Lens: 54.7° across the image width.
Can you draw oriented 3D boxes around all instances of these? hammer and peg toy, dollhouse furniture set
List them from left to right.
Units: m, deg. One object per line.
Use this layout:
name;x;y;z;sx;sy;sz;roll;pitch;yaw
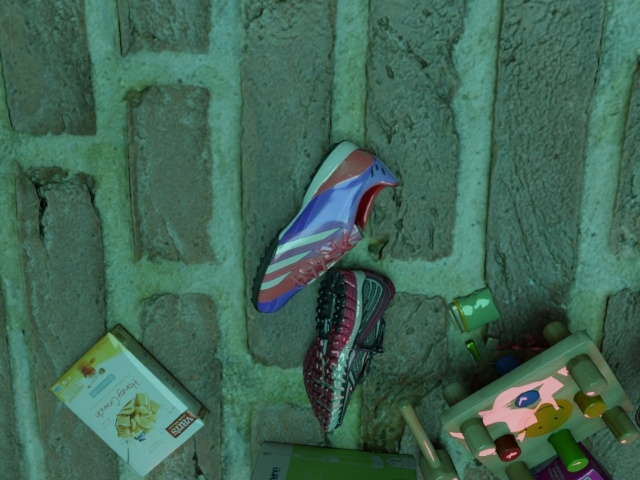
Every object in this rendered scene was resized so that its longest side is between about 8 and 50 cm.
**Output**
dollhouse furniture set;0.277;0.162;1.032;0.076;0.058;0.151;-25;100;10
hammer and peg toy;0.299;0.299;0.979;0.361;0.127;0.266;-34;128;12

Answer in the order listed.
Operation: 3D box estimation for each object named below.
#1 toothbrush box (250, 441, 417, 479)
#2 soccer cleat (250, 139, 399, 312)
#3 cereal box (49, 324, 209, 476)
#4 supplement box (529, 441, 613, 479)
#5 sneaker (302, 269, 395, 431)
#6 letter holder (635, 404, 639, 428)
toothbrush box;0.020;0.460;1.054;0.284;0.206;0.122;5;105;3
soccer cleat;0.000;0.000;0.985;0.116;0.109;0.318;35;101;16
cereal box;-0.346;0.293;1.127;0.173;0.047;0.240;-42;97;13
supplement box;0.396;0.459;1.067;0.220;0.111;0.114;-40;96;12
sneaker;0.049;0.192;1.037;0.112;0.121;0.299;2;115;-26
letter holder;0.618;0.198;0.849;0.152;0.214;0.301;32;92;-15
